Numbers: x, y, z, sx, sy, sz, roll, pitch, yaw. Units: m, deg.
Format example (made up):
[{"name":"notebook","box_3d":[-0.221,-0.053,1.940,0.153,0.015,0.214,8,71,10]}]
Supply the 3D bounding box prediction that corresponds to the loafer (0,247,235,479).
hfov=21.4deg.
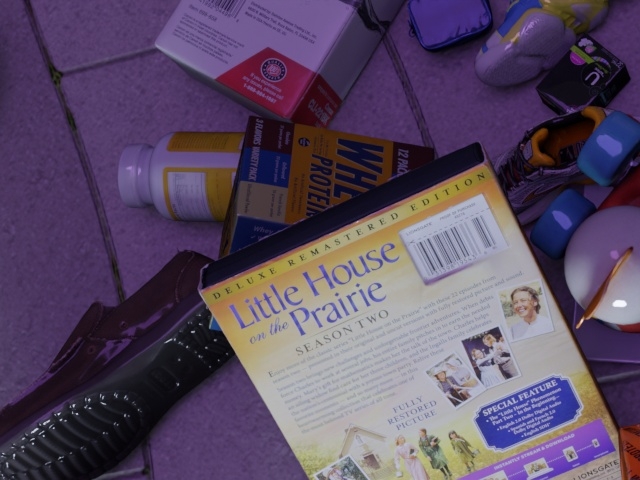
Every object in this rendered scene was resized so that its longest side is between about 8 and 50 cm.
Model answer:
[{"name":"loafer","box_3d":[-0.232,0.145,1.906,0.366,0.134,0.130,-36,46,-5]}]

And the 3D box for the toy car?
[{"name":"toy car","box_3d":[0.295,0.029,1.645,0.219,0.238,0.210,39,129,14]}]

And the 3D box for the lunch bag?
[{"name":"lunch bag","box_3d":[0.144,-0.251,1.911,0.098,0.065,0.067,-19,88,10]}]

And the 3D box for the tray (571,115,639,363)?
[{"name":"tray","box_3d":[0.350,0.001,1.807,0.145,0.030,0.270,3,78,18]}]

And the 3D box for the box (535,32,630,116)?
[{"name":"box","box_3d":[0.287,-0.172,1.855,0.062,0.052,0.083,43,92,22]}]

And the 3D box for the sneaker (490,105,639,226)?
[{"name":"sneaker","box_3d":[0.229,-0.085,1.814,0.225,0.092,0.088,-31,60,27]}]

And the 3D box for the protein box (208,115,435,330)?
[{"name":"protein box","box_3d":[0.000,0.000,1.768,0.199,0.201,0.136,10,51,-6]}]

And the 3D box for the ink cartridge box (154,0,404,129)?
[{"name":"ink cartridge box","box_3d":[-0.028,-0.280,1.941,0.197,0.114,0.273,31,88,21]}]

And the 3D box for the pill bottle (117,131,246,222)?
[{"name":"pill bottle","box_3d":[-0.131,-0.072,1.927,0.184,0.103,0.103,2,77,17]}]

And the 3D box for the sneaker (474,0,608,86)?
[{"name":"sneaker","box_3d":[0.251,-0.275,1.883,0.240,0.091,0.126,-36,57,-2]}]

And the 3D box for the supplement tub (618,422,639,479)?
[{"name":"supplement tub","box_3d":[0.461,0.239,1.603,0.338,0.207,0.207,-6,75,6]}]

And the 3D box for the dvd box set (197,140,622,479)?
[{"name":"dvd box set","box_3d":[0.108,0.144,1.687,0.307,0.062,0.420,-25,113,10]}]
